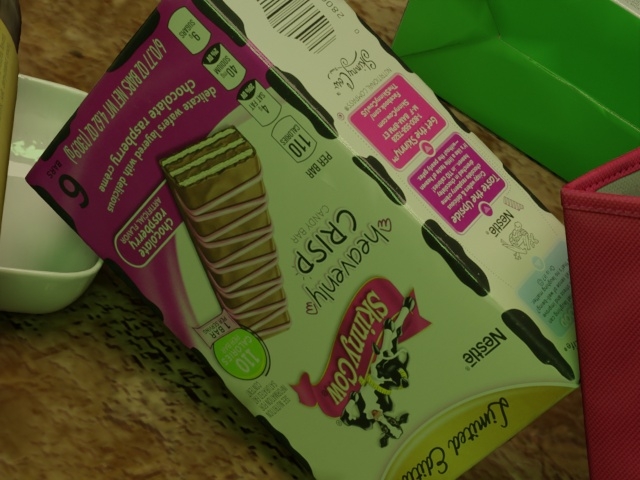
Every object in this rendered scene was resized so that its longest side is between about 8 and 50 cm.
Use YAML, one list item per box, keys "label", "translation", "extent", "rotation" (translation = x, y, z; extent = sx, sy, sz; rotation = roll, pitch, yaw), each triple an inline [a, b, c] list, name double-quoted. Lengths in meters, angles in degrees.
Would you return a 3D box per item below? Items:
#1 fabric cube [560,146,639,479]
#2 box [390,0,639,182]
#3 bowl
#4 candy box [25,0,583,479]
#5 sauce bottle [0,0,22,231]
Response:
- label: "fabric cube"
  translation: [0.278, 0.077, 0.801]
  extent: [0.259, 0.258, 0.254]
  rotation: [8, 21, 41]
- label: "box"
  translation: [0.216, -0.128, 1.175]
  extent: [0.262, 0.126, 0.231]
  rotation: [34, 41, 14]
- label: "bowl"
  translation: [-0.172, -0.022, 0.947]
  extent: [0.142, 0.053, 0.142]
  rotation: [11, 43, -13]
- label: "candy box"
  translation: [0.000, 0.000, 0.873]
  extent: [0.233, 0.159, 0.071]
  rotation: [45, 44, 0]
- label: "sauce bottle"
  translation: [-0.186, -0.067, 0.868]
  extent: [0.111, 0.111, 0.344]
  rotation: [11, 40, -13]
